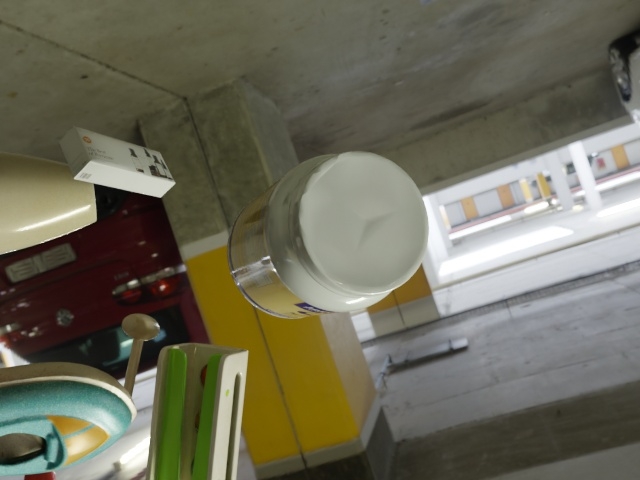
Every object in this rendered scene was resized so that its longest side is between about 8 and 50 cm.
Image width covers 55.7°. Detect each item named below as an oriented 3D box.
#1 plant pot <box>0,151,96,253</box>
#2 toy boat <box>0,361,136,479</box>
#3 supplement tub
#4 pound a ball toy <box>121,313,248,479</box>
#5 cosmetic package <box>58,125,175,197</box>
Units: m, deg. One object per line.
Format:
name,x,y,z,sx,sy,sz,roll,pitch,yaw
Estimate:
plant pot,-0.682,-0.098,1.435,0.274,0.256,0.256,-7,175,-22
toy boat,-0.411,0.322,0.894,0.267,0.318,0.148,-2,-145,-26
supplement tub,0.000,0.000,0.979,0.241,0.241,0.331,-18,178,-24
pound a ball toy,-0.237,0.293,1.047,0.208,0.319,0.136,3,175,18
cosmetic package,-0.427,-0.164,1.294,0.060,0.099,0.239,-41,158,20
